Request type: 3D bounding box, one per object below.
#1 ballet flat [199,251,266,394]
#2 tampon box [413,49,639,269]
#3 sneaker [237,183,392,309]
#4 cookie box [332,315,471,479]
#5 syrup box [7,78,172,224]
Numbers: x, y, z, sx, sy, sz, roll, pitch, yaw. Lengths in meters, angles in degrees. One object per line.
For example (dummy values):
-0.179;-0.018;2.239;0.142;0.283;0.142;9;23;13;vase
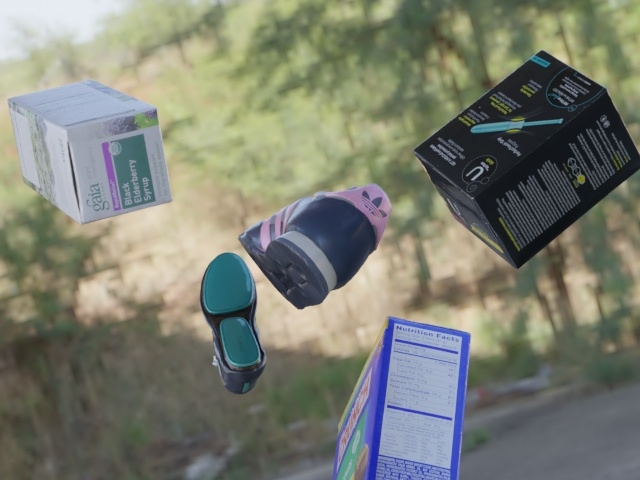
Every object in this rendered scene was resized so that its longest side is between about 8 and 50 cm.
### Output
-0.105;0.104;2.125;0.074;0.074;0.203;-16;43;2;ballet flat
0.194;-0.077;1.668;0.161;0.101;0.120;-38;35;-5;tampon box
0.000;0.000;1.980;0.131;0.112;0.319;-41;10;-11;sneaker
0.030;0.102;0.755;0.040;0.107;0.092;14;-41;-5;cookie box
-0.227;-0.090;1.739;0.096;0.093;0.237;-15;17;-20;syrup box
